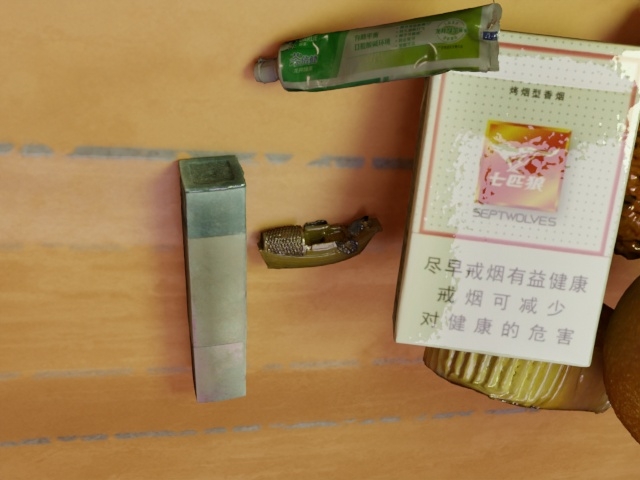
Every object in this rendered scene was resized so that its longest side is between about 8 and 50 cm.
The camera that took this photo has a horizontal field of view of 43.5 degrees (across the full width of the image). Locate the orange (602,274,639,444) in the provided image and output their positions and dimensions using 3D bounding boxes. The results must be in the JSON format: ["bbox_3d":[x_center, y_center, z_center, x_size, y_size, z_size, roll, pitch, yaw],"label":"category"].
[{"bbox_3d":[0.447,0.127,0.864,0.274,0.274,0.274,-8,128,-11],"label":"orange"}]

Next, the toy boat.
[{"bbox_3d":[0.000,0.000,0.943,0.149,0.047,0.049,-10,127,-9],"label":"toy boat"}]

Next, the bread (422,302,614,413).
[{"bbox_3d":[0.277,0.122,1.041,0.288,0.204,0.156,16,96,-29],"label":"bread"}]

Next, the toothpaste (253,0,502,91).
[{"bbox_3d":[0.049,-0.177,0.767,0.247,0.078,0.047,-4,155,23],"label":"toothpaste"}]

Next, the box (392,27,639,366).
[{"bbox_3d":[0.200,-0.047,0.835,0.210,0.095,0.331,7,105,2],"label":"box"}]

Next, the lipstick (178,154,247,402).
[{"bbox_3d":[-0.122,0.055,0.935,0.068,0.066,0.317,-7,127,-14],"label":"lipstick"}]

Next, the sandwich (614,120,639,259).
[{"bbox_3d":[0.414,-0.107,0.932,0.250,0.162,0.301,34,132,-1],"label":"sandwich"}]
